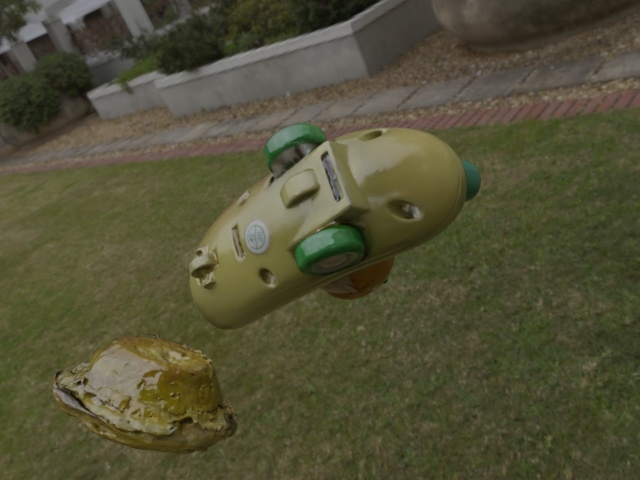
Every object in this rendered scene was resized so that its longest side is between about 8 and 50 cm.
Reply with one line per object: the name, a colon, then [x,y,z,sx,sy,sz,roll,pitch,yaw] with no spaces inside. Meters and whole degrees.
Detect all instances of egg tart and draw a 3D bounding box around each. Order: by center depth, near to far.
egg tart: [-0.253,0.219,0.907,0.295,0.295,0.116,22,92,58]

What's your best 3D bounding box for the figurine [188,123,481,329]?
figurine: [0.000,0.000,0.600,0.325,0.124,0.222,-34,-24,34]
